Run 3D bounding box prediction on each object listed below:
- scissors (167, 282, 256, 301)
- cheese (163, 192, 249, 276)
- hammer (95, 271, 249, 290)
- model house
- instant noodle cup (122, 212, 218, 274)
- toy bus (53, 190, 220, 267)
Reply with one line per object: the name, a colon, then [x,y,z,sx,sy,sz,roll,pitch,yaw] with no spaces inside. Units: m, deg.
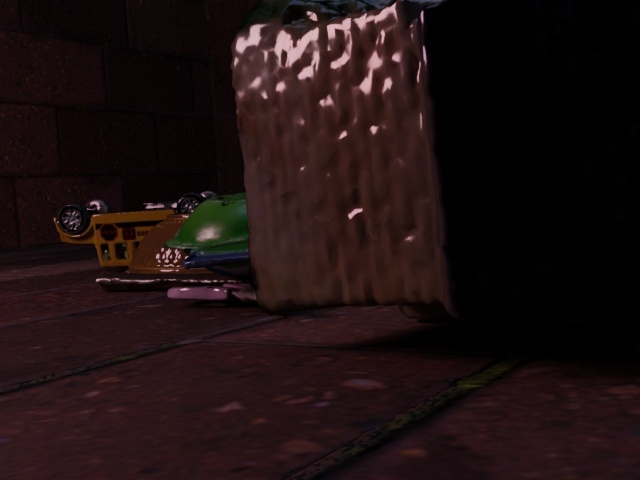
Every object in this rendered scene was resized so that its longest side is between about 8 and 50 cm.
scissors: [-0.066,0.052,0.767,0.110,0.021,0.212,-2,2,-26]
cheese: [-0.072,-0.004,0.880,0.204,0.083,0.320,-6,9,3]
hammer: [-0.140,0.046,0.969,0.297,0.027,0.125,-3,3,24]
model house: [0.144,-0.056,0.528,0.298,0.243,0.284,-8,7,-40]
instant noodle cup: [-0.154,0.005,1.172,0.274,0.090,0.274,-3,3,0]
toy bus: [-0.262,-0.015,1.378,0.336,0.123,0.121,-4,4,8]
